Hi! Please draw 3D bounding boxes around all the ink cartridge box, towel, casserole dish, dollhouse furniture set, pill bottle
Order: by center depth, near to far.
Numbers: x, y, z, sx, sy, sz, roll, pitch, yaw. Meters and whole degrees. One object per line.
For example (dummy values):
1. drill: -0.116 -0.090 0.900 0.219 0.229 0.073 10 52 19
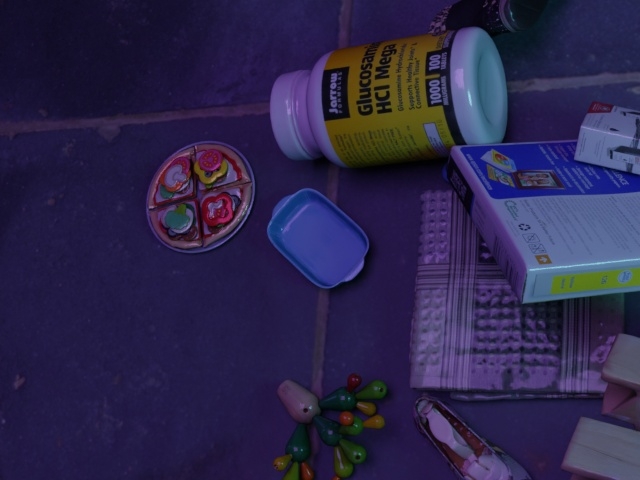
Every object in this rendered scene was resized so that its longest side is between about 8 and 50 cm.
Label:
1. dollhouse furniture set: 0.471 0.267 1.350 0.257 0.362 0.394 13 47 26
2. ink cartridge box: 0.363 -0.040 1.543 0.307 0.072 0.303 -3 34 -13
3. ink cartridge box: 0.435 -0.141 1.592 0.135 0.056 0.099 15 34 16
4. towel: 0.285 0.076 1.654 0.312 0.056 0.324 0 70 18
5. pill bottle: 0.101 -0.209 1.730 0.334 0.188 0.187 -6 70 26
6. casserole dish: 0.000 0.000 1.789 0.114 0.037 0.188 -48 62 0

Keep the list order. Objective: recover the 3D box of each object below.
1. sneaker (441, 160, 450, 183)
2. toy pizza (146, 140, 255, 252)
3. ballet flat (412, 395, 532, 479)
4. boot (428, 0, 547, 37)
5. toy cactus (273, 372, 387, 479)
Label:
1. sneaker: 0.251 -0.115 1.720 0.144 0.059 0.053 -4 73 21
2. toy pizza: -0.205 -0.077 1.897 0.201 0.032 0.201 -7 70 19
3. ballet flat: 0.205 0.298 1.582 0.077 0.079 0.221 -49 63 4
4. boot: 0.281 -0.383 1.779 0.179 0.085 0.236 -14 30 45
5. toy cactus: -0.006 0.271 1.670 0.180 0.112 0.219 39 97 37
